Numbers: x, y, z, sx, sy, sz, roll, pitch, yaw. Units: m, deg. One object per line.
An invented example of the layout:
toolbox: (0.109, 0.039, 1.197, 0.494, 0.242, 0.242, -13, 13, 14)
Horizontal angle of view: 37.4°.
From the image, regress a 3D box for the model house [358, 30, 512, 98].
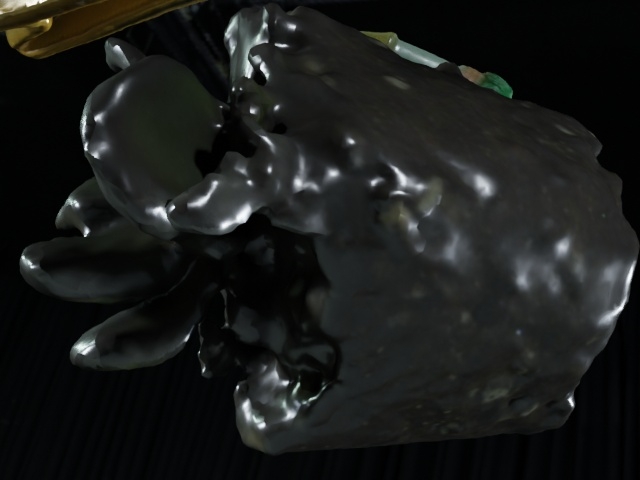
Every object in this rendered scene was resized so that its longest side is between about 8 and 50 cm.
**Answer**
model house: (0.051, -0.144, 1.252, 0.325, 0.194, 0.267, 25, -49, 2)

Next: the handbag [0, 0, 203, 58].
handbag: (-0.165, -0.334, 0.654, 0.283, 0.401, 0.133, -5, -8, 42)

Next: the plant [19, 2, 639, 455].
plant: (0.000, 0.000, 0.472, 0.276, 0.199, 0.188, 14, -56, -18)
